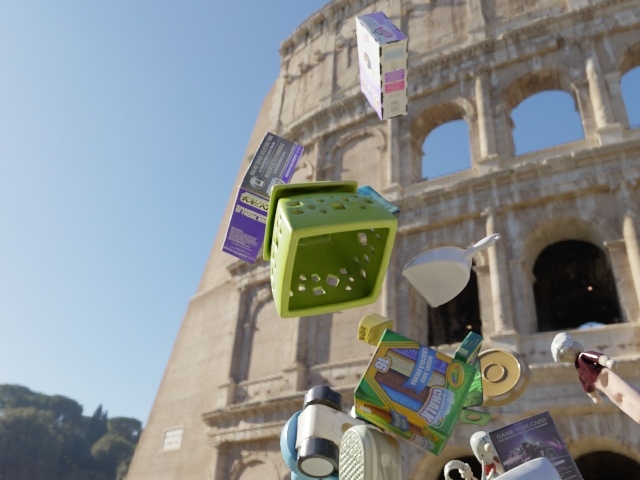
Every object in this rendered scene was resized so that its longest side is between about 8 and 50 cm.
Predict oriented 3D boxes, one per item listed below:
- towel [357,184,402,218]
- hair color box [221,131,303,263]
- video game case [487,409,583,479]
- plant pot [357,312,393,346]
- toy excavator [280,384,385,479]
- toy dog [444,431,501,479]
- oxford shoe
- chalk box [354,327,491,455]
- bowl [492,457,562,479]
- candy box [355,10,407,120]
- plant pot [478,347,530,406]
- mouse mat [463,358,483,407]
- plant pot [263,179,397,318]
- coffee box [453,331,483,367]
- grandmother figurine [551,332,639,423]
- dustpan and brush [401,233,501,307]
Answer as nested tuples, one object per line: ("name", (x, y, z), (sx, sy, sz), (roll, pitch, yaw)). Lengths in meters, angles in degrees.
("towel", (0.067, -0.079, 2.025), (0.370, 0.271, 0.040), (-23, -56, -13))
("hair color box", (-0.156, -0.099, 1.467), (0.110, 0.185, 0.339), (23, -31, -3))
("video game case", (0.633, 0.658, 1.638), (0.196, 0.274, 0.026), (-20, -26, -1))
("plant pot", (0.154, 0.268, 1.669), (0.081, 0.081, 0.083), (17, 17, 41))
("toy excavator", (0.042, 0.673, 1.626), (0.433, 0.222, 0.445), (27, -55, -15))
("toy dog", (0.574, 0.787, 1.779), (0.333, 0.220, 0.161), (49, -13, -1))
("oxford shoe", (0.113, 0.644, 1.292), (0.130, 0.449, 0.169), (4, 2, -28))
("chalk box", (0.243, 0.367, 1.309), (0.289, 0.179, 0.180), (23, -29, 18))
("bowl", (0.264, 0.367, 0.737), (0.142, 0.053, 0.142), (-21, -67, -13))
("candy box", (0.146, -0.415, 1.347), (0.070, 0.164, 0.196), (-16, -44, -7))
("plant pot", (0.613, 0.471, 1.993), (0.236, 0.236, 0.032), (-12, -50, 27))
("mouse mat", (0.400, 0.440, 1.720), (0.190, 0.152, 0.007), (-19, -44, 30))
("plant pot", (0.000, 0.000, 1.179), (0.227, 0.207, 0.228), (-6, -50, -22))
("coffee box", (0.374, 0.344, 1.498), (0.040, 0.113, 0.184), (24, -57, 28))
("grandmother figurine", (0.814, 0.396, 1.638), (0.104, 0.342, 0.207), (-18, -49, -26))
("dustpan and brush", (0.300, 0.050, 1.237), (0.211, 0.060, 0.147), (-29, -57, 27))
